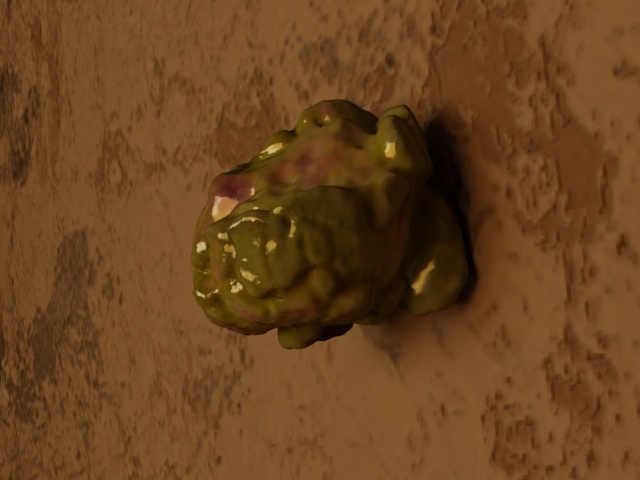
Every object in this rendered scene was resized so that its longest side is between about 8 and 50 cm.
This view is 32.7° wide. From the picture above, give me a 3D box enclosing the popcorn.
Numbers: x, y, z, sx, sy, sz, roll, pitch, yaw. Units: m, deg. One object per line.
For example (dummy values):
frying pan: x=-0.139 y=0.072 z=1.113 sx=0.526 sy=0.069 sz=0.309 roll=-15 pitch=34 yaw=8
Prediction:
popcorn: x=-0.002 y=0.000 z=0.428 sx=0.089 sy=0.109 sz=0.097 roll=63 pitch=-167 yaw=-16
